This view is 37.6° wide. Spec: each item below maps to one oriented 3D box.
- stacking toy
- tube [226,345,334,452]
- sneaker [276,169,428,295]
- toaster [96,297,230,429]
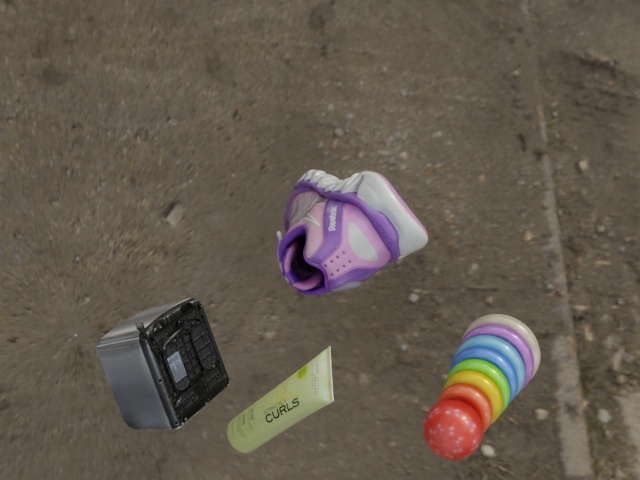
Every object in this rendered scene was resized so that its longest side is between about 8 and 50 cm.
[{"bbox_3d":[0.249,0.239,1.511,0.141,0.141,0.330,59,31,-3],"label":"stacking toy"},{"bbox_3d":[-0.056,0.252,1.438,0.062,0.240,0.070,-25,79,-51],"label":"tube"},{"bbox_3d":[0.000,0.000,0.842,0.104,0.236,0.095,-43,102,-12],"label":"sneaker"},{"bbox_3d":[-0.244,0.186,1.469,0.168,0.110,0.186,-37,111,-59],"label":"toaster"}]
